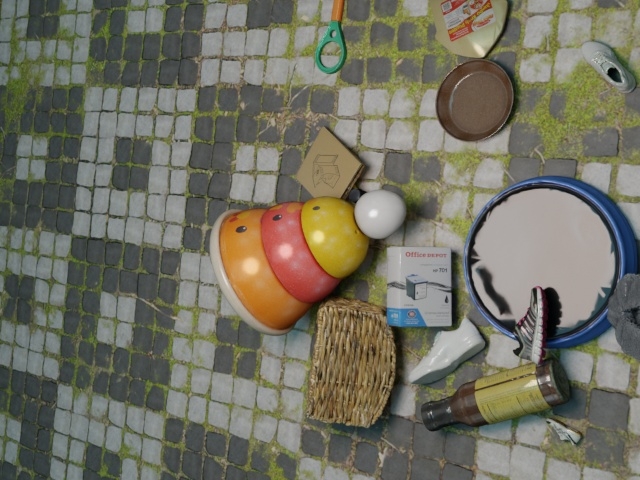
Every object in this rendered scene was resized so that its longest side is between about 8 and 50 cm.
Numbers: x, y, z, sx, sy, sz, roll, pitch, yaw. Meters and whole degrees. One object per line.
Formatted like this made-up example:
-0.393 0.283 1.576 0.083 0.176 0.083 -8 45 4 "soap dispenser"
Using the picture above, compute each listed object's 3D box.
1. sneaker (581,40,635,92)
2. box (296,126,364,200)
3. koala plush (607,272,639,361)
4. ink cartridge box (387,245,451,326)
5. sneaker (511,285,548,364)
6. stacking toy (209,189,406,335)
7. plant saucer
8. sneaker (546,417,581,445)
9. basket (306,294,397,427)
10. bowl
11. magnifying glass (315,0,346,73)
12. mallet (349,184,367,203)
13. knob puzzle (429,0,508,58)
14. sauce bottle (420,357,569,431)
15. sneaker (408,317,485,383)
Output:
0.623 -0.385 1.794 0.053 0.061 0.152 -49 63 24 "sneaker"
0.022 -0.181 2.165 0.201 0.021 0.164 50 118 42 "box"
0.716 0.152 1.647 0.221 0.203 0.196 3 93 -10 "koala plush"
0.236 0.109 1.973 0.082 0.140 0.190 178 93 -72 "ink cartridge box"
0.451 0.182 1.790 0.075 0.063 0.170 4 95 27 "sneaker"
0.000 0.000 2.038 0.480 0.350 0.350 -26 74 23 "stacking toy"
0.371 -0.332 1.971 0.199 0.036 0.198 -1 88 34 "plant saucer"
0.536 0.426 1.835 0.083 0.032 0.037 28 103 31 "sneaker"
0.083 0.303 2.101 0.213 0.223 0.299 7 92 0 "basket"
0.501 0.049 1.847 0.391 0.077 0.391 -1 88 33 "bowl"
0.037 -0.562 2.206 0.092 0.026 0.231 12 94 33 "magnifying glass"
0.067 -0.169 2.147 0.039 0.062 0.189 -42 67 24 "mallet"
0.366 -0.526 1.985 0.213 0.030 0.213 -2 87 33 "knob puzzle"
0.392 0.362 1.887 0.344 0.111 0.111 -22 76 32 "sauce bottle"
0.292 0.267 1.986 0.212 0.080 0.094 -37 57 19 "sneaker"
